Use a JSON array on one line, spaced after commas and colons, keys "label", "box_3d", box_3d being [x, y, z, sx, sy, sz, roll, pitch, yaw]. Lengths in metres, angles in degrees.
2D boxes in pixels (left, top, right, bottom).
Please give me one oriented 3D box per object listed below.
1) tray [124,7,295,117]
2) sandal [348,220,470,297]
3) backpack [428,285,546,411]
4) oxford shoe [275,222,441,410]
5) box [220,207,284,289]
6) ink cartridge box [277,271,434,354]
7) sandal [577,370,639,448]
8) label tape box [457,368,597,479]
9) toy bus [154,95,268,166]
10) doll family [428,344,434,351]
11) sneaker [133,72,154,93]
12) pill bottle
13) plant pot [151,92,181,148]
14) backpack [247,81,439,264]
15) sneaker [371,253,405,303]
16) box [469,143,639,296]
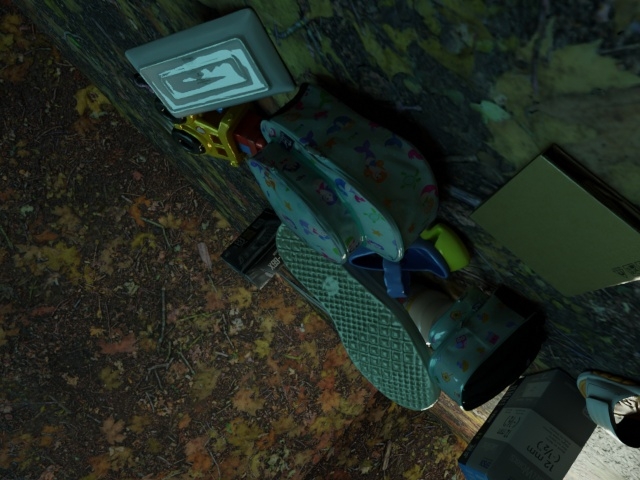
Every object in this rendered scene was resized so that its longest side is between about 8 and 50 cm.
[{"label": "tray", "box_3d": [-0.186, -0.269, 0.782, 0.270, 0.030, 0.145, -3, 140, 30]}, {"label": "sandal", "box_3d": [0.092, -0.011, 0.838, 0.317, 0.138, 0.126, 36, 168, 40]}, {"label": "backpack", "box_3d": [0.263, 0.183, 0.808, 0.144, 0.188, 0.166, 33, 165, 37]}, {"label": "oxford shoe", "box_3d": [0.089, 0.120, 0.943, 0.449, 0.130, 0.169, 53, 126, 11]}, {"label": "box", "box_3d": [-0.189, 0.017, 1.600, 0.076, 0.242, 0.307, 49, 168, -25]}, {"label": "ink cartridge box", "box_3d": [0.102, 0.196, 1.221, 0.385, 0.091, 0.308, 43, 171, -33]}, {"label": "sandal", "box_3d": [0.460, 0.259, 0.703, 0.102, 0.076, 0.265, 44, 168, -1]}, {"label": "label tape box", "box_3d": [0.365, 0.427, 0.938, 0.115, 0.348, 0.249, 40, 168, 16]}, {"label": "toy bus", "box_3d": [-0.194, -0.250, 0.964, 0.211, 0.149, 0.220, 26, 161, 17]}, {"label": "doll family", "box_3d": [0.341, 0.303, 1.267, 0.111, 0.076, 0.193, 42, 166, 30]}, {"label": "sneaker", "box_3d": [-0.516, -0.481, 1.429, 0.119, 0.047, 0.057, 29, 156, 27]}, {"label": "pill bottle", "box_3d": [0.213, 0.155, 1.054, 0.119, 0.119, 0.208, 49, 168, -25]}, {"label": "plant pot", "box_3d": [-0.397, -0.339, 1.363, 0.237, 0.110, 0.237, 42, 169, 10]}, {"label": "backpack", "box_3d": [0.036, -0.078, 0.693, 0.253, 0.191, 0.225, 31, 163, 28]}, {"label": "sneaker", "box_3d": [0.128, 0.062, 1.028, 0.075, 0.063, 0.170, -27, 85, 64]}, {"label": "box", "box_3d": [0.267, -0.010, 0.538, 0.164, 0.021, 0.201, 42, 168, 8]}]
